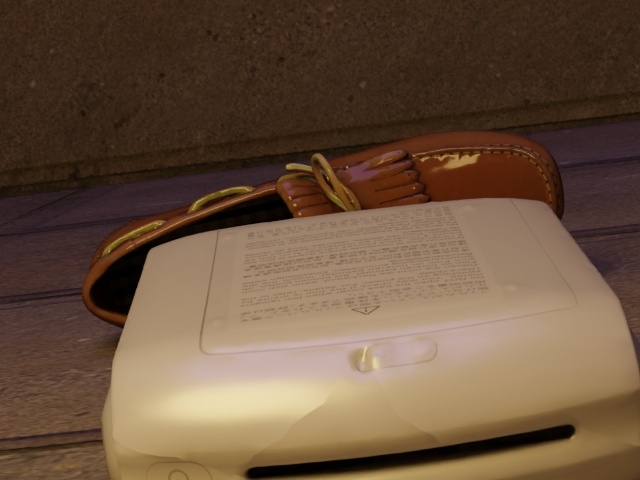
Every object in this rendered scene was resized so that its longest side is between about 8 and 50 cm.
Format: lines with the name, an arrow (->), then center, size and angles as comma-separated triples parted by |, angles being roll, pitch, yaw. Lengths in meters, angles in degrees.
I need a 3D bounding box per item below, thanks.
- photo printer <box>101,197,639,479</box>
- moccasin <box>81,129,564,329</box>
photo printer -> 0.024, 0.062, 0.894 | 0.256, 0.107, 0.307 | -7, 12, 0
moccasin -> 0.000, -0.003, 1.384 | 0.380, 0.139, 0.147 | -7, 8, 9
